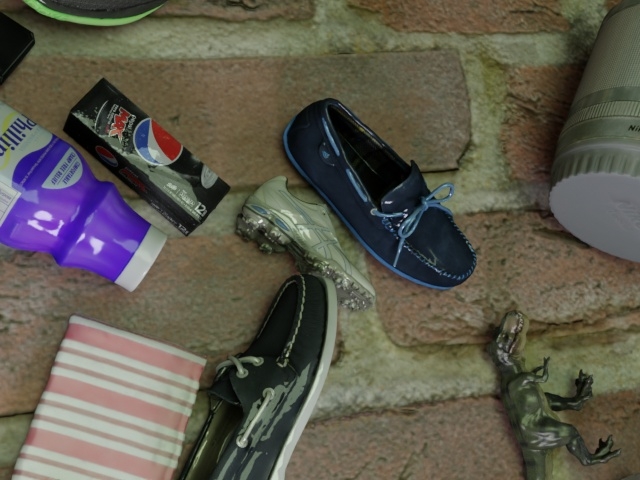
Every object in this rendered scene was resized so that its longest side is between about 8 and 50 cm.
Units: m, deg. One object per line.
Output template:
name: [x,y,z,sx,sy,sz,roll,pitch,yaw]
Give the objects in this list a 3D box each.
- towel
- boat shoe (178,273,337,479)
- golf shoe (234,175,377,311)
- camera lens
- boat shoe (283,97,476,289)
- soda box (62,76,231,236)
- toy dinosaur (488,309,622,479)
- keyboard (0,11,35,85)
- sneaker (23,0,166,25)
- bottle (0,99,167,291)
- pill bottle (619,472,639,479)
towel: [-0.202,0.180,0.993,0.144,0.029,0.197,22,68,-15]
boat shoe: [-0.067,0.163,1.001,0.091,0.114,0.302,24,69,-21]
golf shoe: [0.000,0.000,1.094,0.176,0.069,0.086,40,59,-10]
camera lens: [0.398,-0.136,1.194,0.219,0.219,0.274,29,69,-13]
boat shoe: [0.070,-0.044,1.108,0.258,0.089,0.109,37,54,-11]
soda box: [-0.175,-0.082,1.046,0.169,0.060,0.053,41,66,-8]
toy dinosaur: [0.259,0.206,1.149,0.118,0.064,0.268,-9,83,-16]
keyboard: [-0.378,-0.215,1.008,0.180,0.023,0.108,32,45,-11]
sneaker: [-0.109,-0.373,1.063,0.483,0.202,0.185,-31,89,-25]
bottle: [-0.279,-0.053,0.971,0.283,0.092,0.118,33,37,-10]
pill bottle: [0.371,0.321,1.159,0.065,0.065,0.116,-19,84,-24]
